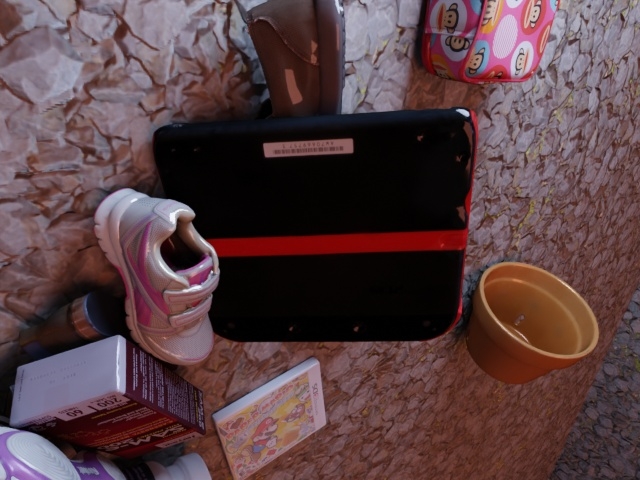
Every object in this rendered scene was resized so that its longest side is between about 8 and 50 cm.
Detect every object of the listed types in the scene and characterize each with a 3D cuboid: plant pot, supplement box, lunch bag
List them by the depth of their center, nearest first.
[{"bbox_3d":[-0.259,0.216,0.608,0.131,0.073,0.239,-18,146,2],"label":"supplement box"},{"bbox_3d":[0.294,-0.398,0.723,0.258,0.120,0.292,-13,122,-34],"label":"lunch bag"},{"bbox_3d":[0.502,0.227,1.174,0.291,0.291,0.203,-17,140,-31],"label":"plant pot"}]

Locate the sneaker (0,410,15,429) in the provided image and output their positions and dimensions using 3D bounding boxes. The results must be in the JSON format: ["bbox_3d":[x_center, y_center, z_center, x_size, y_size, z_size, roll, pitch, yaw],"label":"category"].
[{"bbox_3d":[-0.464,0.224,0.478,0.229,0.086,0.132,30,95,-25],"label":"sneaker"}]

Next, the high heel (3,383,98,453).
[{"bbox_3d":[-0.423,0.298,0.571,0.261,0.093,0.186,-43,141,-31],"label":"high heel"}]

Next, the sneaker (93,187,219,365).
[{"bbox_3d":[-0.181,0.058,0.575,0.103,0.111,0.252,-50,134,-48],"label":"sneaker"}]

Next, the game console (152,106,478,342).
[{"bbox_3d":[0.000,0.000,0.621,0.387,0.060,0.341,-2,120,6],"label":"game console"}]

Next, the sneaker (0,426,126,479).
[{"bbox_3d":[-0.323,0.301,0.500,0.152,0.114,0.305,-43,153,-21],"label":"sneaker"}]

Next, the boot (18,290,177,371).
[{"bbox_3d":[-0.287,0.141,0.629,0.106,0.082,0.219,-21,144,5],"label":"boot"}]

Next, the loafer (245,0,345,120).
[{"bbox_3d":[-0.034,-0.146,0.629,0.130,0.133,0.365,1,123,1],"label":"loafer"}]

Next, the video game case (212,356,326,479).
[{"bbox_3d":[-0.091,0.362,0.932,0.227,0.026,0.206,-24,128,-26],"label":"video game case"}]

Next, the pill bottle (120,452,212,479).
[{"bbox_3d":[-0.307,0.437,0.713,0.265,0.153,0.153,-8,119,-36],"label":"pill bottle"}]
